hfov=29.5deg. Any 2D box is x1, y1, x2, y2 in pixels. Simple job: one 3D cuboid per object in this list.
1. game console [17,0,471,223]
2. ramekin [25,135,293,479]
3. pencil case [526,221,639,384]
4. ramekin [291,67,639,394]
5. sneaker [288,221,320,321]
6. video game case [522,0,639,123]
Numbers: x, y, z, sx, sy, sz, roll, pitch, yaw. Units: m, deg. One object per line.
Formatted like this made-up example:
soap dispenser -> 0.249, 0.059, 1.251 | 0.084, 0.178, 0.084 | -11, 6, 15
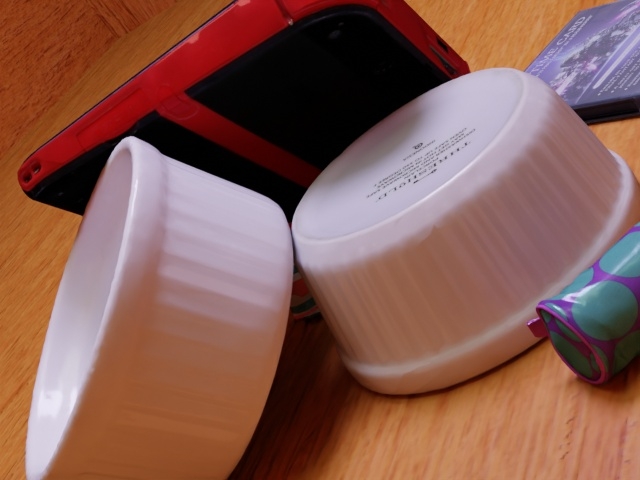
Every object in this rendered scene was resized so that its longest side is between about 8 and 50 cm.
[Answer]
game console -> -0.044, -0.103, 1.136 | 0.342, 0.060, 0.386 | -30, -21, 17
ramekin -> -0.126, 0.070, 0.949 | 0.277, 0.135, 0.277 | -163, 90, -72
pencil case -> 0.205, 0.019, 0.763 | 0.152, 0.064, 0.070 | -40, 36, -11
ramekin -> 0.099, -0.020, 0.938 | 0.273, 0.127, 0.273 | -32, 20, 13
sneaker -> 0.000, 0.000, 1.134 | 0.057, 0.075, 0.161 | -21, 25, 38
video game case -> 0.290, -0.174, 1.116 | 0.196, 0.026, 0.274 | -47, 21, -26
